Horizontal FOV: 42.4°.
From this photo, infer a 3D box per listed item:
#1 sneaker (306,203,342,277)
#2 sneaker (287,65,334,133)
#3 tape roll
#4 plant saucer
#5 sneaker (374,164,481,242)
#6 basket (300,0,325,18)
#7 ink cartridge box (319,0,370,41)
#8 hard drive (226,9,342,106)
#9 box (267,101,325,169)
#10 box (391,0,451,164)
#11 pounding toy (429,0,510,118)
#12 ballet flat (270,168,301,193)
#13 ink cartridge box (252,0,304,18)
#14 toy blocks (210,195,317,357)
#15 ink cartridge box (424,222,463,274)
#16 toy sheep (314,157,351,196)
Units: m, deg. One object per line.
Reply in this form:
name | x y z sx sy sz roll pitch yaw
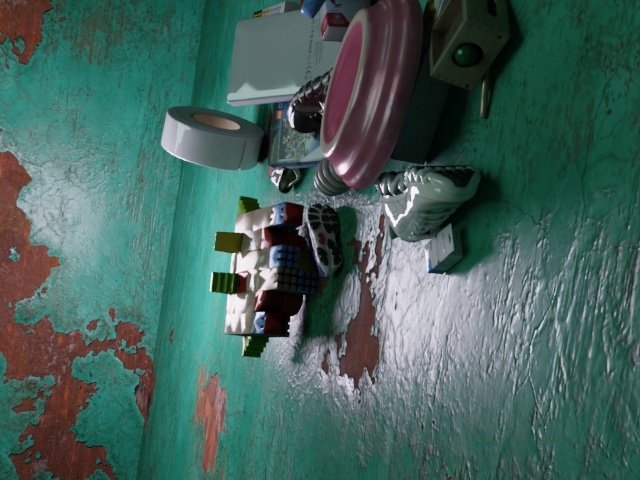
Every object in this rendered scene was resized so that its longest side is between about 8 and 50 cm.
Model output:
sneaker | 0.000 0.000 1.730 0.071 0.068 0.170 118 152 -56
sneaker | 0.030 -0.247 1.645 0.281 0.106 0.162 -36 54 49
tape roll | -0.306 -0.294 2.356 0.286 0.286 0.100 -125 47 -62
plant saucer | 0.074 -0.254 1.381 0.332 0.084 0.332 -167 90 -77
sneaker | 0.165 -0.056 1.266 0.292 0.110 0.118 179 90 -78
basket | 0.050 -0.583 1.564 0.289 0.201 0.255 -58 -4 -47
ink cartridge box | 0.050 -0.480 1.699 0.056 0.099 0.135 116 151 -65
hard drive | -0.064 -0.408 1.823 0.307 0.040 0.203 0 78 32
box | -0.031 -0.278 1.828 0.159 0.044 0.233 -1 79 34
box | 0.181 -0.285 1.341 0.063 0.067 0.324 -118 39 -59
pounding toy | 0.225 -0.281 1.208 0.130 0.100 0.141 122 160 -47
ballet flat | -0.059 -0.189 1.982 0.068 0.072 0.213 58 145 19
ink cartridge box | -0.084 -0.502 2.050 0.309 0.130 0.272 -153 73 -69
toy blocks | -0.106 0.074 1.875 0.261 0.191 0.381 -10 72 57
ink cartridge box | 0.192 0.013 1.254 0.083 0.028 0.048 130 142 -56
toy sheep | 0.034 -0.136 1.664 0.132 0.091 0.091 -46 40 50
